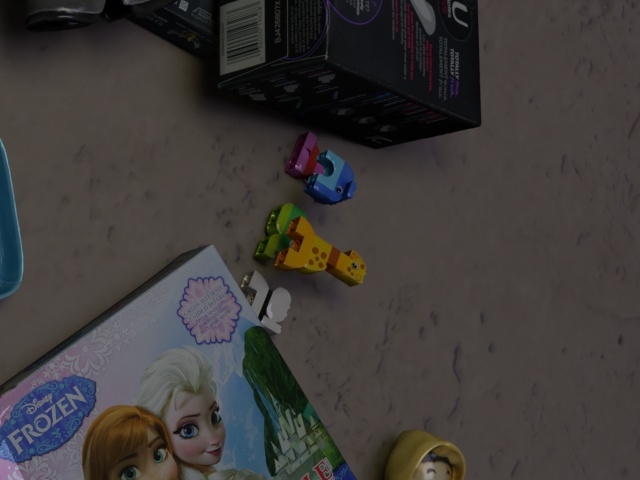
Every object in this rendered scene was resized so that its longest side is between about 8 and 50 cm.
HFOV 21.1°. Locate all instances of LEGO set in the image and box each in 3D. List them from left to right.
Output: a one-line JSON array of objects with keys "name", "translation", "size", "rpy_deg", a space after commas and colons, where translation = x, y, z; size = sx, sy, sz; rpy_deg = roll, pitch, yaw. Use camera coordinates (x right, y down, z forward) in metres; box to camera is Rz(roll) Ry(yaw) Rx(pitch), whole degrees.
[{"name": "LEGO set", "translation": [0.000, 0.000, 1.748], "size": [0.093, 0.087, 0.227], "rpy_deg": [33, 62, -24]}]

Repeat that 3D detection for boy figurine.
[{"name": "boy figurine", "translation": [0.102, 0.335, 1.736], "size": [0.177, 0.092, 0.285], "rpy_deg": [17, 72, -29]}]

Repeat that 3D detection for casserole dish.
[{"name": "casserole dish", "translation": [-0.333, -0.023, 1.548], "size": [0.114, 0.037, 0.188], "rpy_deg": [-6, 83, -37]}]

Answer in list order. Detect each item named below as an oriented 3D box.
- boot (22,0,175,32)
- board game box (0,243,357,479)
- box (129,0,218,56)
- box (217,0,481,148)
[{"name": "boot", "translation": [-0.166, -0.329, 1.635], "size": [0.338, 0.118, 0.223], "rpy_deg": [-25, 94, -24]}, {"name": "board game box", "translation": [-0.142, 0.218, 1.604], "size": [0.318, 0.066, 0.318], "rpy_deg": [-38, 101, -35]}, {"name": "box", "translation": [-0.176, -0.316, 1.718], "size": [0.232, 0.059, 0.183], "rpy_deg": [26, 65, -27]}, {"name": "box", "translation": [0.033, -0.210, 1.748], "size": [0.270, 0.143, 0.165], "rpy_deg": [17, 68, -49]}]
